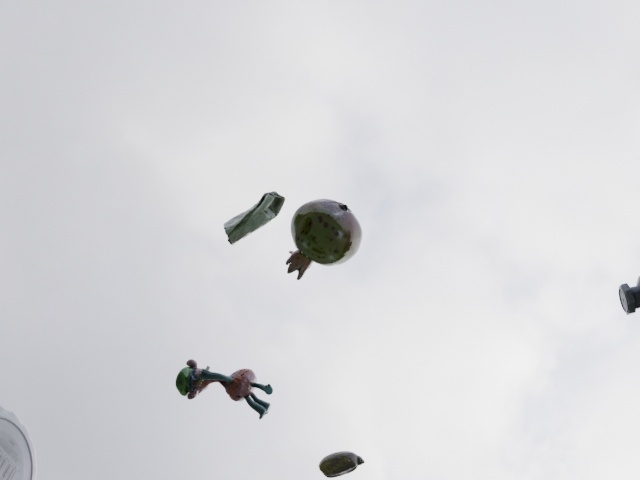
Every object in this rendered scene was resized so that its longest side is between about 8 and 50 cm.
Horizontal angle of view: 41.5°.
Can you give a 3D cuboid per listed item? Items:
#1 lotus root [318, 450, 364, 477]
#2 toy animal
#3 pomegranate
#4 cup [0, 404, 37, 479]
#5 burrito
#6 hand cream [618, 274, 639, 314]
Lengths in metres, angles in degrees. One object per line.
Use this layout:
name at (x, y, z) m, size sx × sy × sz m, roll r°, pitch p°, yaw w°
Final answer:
lotus root at (0.044, 0.475, 1.804) m, size 0.099 × 0.049 × 0.054 m, roll -14°, pitch -31°, yaw 0°
toy animal at (-0.196, 0.297, 1.731) m, size 0.208 × 0.100 × 0.103 m, roll 16°, pitch -20°, yaw 17°
pomegranate at (0.007, 0.000, 1.498) m, size 0.129 × 0.129 × 0.159 m, roll 29°, pitch -45°, yaw 12°
cup at (-0.441, 0.274, 0.904) m, size 0.202 × 0.221 × 0.167 m, roll -8°, pitch -55°, yaw 22°
burrito at (-0.108, -0.040, 1.392) m, size 0.118 × 0.074 × 0.044 m, roll -34°, pitch -79°, yaw -5°
hand cream at (0.554, 0.053, 1.162) m, size 0.276 × 0.095 × 0.059 m, roll -13°, pitch -93°, yaw 5°
